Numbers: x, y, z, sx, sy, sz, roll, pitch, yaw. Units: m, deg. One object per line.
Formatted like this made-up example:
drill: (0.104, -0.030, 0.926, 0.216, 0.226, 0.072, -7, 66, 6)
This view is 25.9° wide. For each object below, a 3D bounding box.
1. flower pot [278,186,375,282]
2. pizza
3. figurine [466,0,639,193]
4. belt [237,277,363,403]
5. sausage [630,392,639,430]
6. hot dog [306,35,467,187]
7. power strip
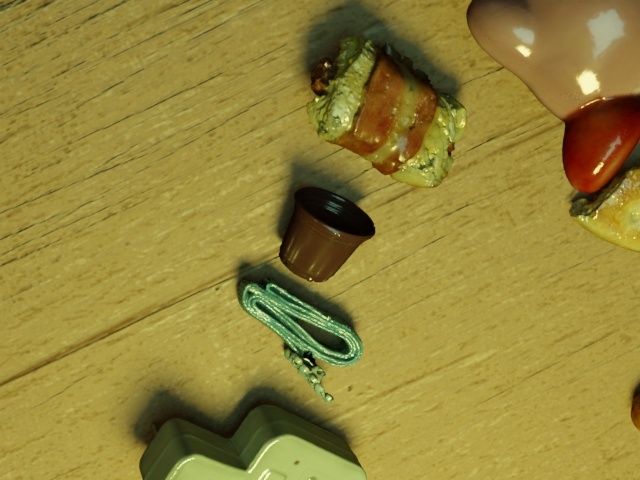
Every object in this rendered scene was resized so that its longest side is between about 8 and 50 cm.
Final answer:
flower pot: (0.000, 0.000, 1.715, 0.111, 0.111, 0.089, 23, 113, -14)
pizza: (0.453, -0.045, 1.791, 0.271, 0.056, 0.134, -10, 109, -4)
figurine: (0.324, -0.237, 1.605, 0.211, 0.270, 0.261, -34, 98, 25)
belt: (-0.036, 0.117, 1.761, 0.179, 0.065, 0.100, 34, 90, -14)
sausage: (0.555, 0.177, 1.860, 0.302, 0.076, 0.103, -35, 100, 1)
hot dog: (0.077, -0.153, 1.684, 0.213, 0.103, 0.146, 35, 76, -25)
power strip: (-0.109, 0.313, 1.785, 0.261, 0.141, 0.229, 29, 101, -30)
